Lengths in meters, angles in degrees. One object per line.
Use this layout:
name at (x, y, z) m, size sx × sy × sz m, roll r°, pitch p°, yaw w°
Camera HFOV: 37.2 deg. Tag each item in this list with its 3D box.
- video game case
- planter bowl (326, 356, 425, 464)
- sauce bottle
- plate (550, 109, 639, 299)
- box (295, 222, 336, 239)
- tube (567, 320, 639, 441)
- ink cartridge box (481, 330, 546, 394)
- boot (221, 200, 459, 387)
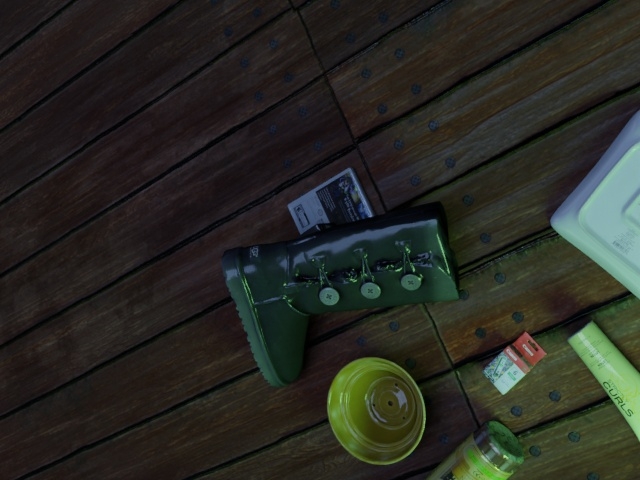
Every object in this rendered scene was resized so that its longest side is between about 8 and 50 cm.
video game case at (0.037, -0.031, 2.014) m, size 0.173 × 0.022 × 0.190 m, roll -30°, pitch 78°, yaw 26°
planter bowl at (0.129, 0.340, 1.946) m, size 0.217 × 0.090 × 0.217 m, roll 1°, pitch 93°, yaw 28°
sauce bottle at (0.254, 0.504, 1.881) m, size 0.111 × 0.111 × 0.344 m, roll 46°, pitch 112°, yaw 18°
plate at (0.597, -0.050, 1.714) m, size 0.277 × 0.045 × 0.278 m, roll 42°, pitch 110°, yaw 18°
box at (0.000, 0.000, 1.974) m, size 0.062 × 0.083 × 0.052 m, roll -33°, pitch 77°, yaw 24°
tube at (0.554, 0.258, 1.745) m, size 0.240 × 0.062 × 0.070 m, roll 53°, pitch 153°, yaw 10°
ink cartridge box at (0.376, 0.238, 1.848) m, size 0.063 × 0.029 × 0.115 m, roll 48°, pitch 112°, yaw 17°
boot at (0.067, 0.122, 1.931) m, size 0.445 × 0.146 × 0.367 m, roll -14°, pitch 129°, yaw 8°
